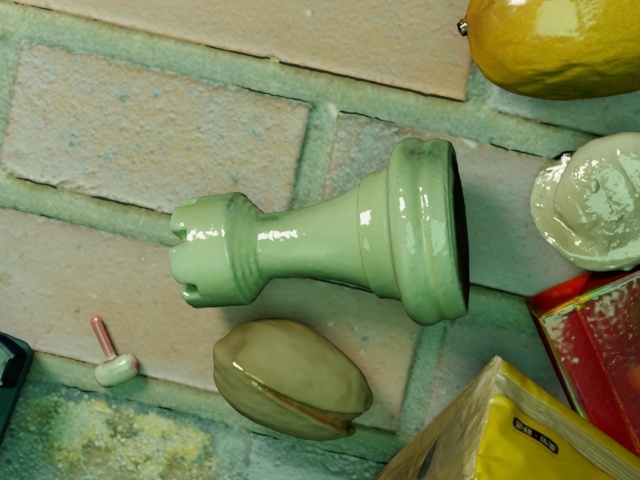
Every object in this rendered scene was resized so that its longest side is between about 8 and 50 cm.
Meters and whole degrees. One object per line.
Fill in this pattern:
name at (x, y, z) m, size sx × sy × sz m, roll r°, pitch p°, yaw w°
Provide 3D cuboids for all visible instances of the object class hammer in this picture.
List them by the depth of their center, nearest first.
hammer at (-0.243, 0.124, 1.199) m, size 0.052 × 0.031 × 0.083 m, roll -24°, pitch 90°, yaw 2°

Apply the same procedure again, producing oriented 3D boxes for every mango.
mango at (0.317, -0.248, 1.069) m, size 0.359 × 0.144 × 0.187 m, roll -19°, pitch 109°, yaw -1°

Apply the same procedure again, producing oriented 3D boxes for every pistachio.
pistachio at (-0.032, 0.153, 1.147) m, size 0.184 × 0.124 × 0.125 m, roll 25°, pitch 98°, yaw -4°

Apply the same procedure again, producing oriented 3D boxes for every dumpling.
dumpling at (0.317, -0.038, 1.117) m, size 0.176 × 0.092 × 0.150 m, roll 9°, pitch 87°, yaw -1°

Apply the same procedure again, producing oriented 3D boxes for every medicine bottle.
medicine bottle at (-0.393, 0.208, 1.171) m, size 0.079 × 0.124 × 0.258 m, roll 22°, pitch 101°, yaw -2°

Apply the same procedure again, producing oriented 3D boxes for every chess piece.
chess piece at (0.000, 0.000, 1.105) m, size 0.298 × 0.194 × 0.195 m, roll -5°, pitch 98°, yaw 12°

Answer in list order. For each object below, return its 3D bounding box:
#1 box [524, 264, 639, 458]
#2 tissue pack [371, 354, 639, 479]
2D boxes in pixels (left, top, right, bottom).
box at (0.407, 0.096, 1.138) m, size 0.313 × 0.089 × 0.198 m, roll -24°, pitch 100°, yaw 5°
tissue pack at (0.239, 0.355, 1.080) m, size 0.382 × 0.228 × 0.293 m, roll 36°, pitch 127°, yaw -2°
